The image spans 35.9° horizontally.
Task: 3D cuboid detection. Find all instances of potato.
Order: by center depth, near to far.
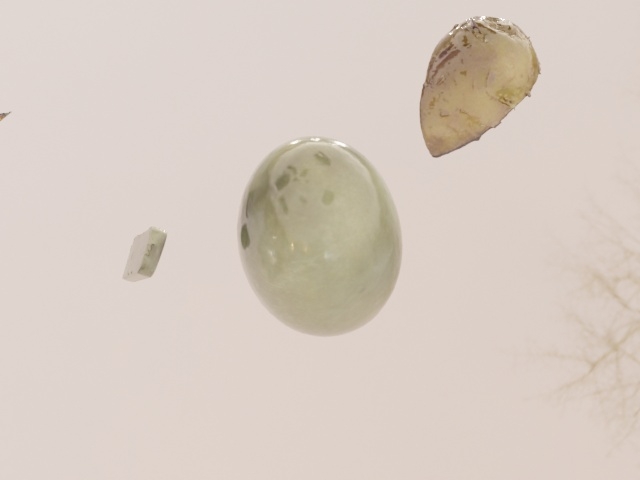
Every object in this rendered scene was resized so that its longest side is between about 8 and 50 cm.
[{"bbox_3d":[0.162,-0.179,1.034,0.100,0.089,0.172,2,-130,39],"label":"potato"}]

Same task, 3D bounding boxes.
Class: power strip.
[{"bbox_3d":[-0.291,0.026,1.627,0.029,0.227,0.080,19,-101,-17],"label":"power strip"}]

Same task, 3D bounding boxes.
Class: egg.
[{"bbox_3d":[0.000,0.000,1.531,0.258,0.352,0.258,-3,-139,3],"label":"egg"}]

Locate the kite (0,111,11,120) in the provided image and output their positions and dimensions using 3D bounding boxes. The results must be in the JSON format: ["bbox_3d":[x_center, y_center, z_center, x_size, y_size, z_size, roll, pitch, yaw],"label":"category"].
[{"bbox_3d":[-0.481,-0.157,1.358,0.122,0.004,0.090,-18,-142,-25],"label":"kite"}]
